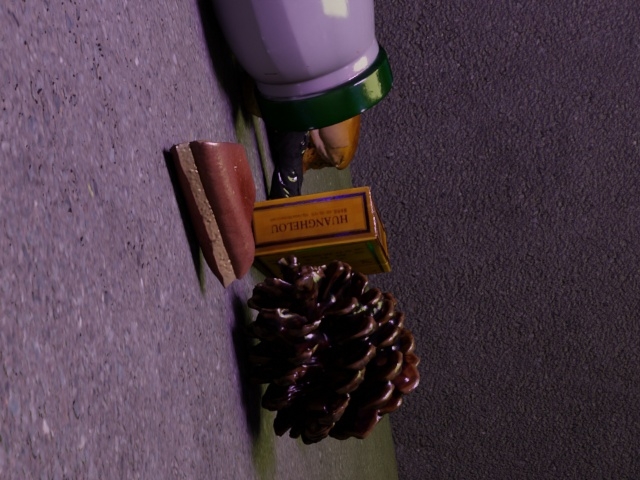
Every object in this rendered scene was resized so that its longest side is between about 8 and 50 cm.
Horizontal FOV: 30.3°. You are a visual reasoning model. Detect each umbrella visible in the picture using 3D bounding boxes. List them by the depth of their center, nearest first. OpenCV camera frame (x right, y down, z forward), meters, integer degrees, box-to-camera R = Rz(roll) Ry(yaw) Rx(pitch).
[{"bbox_3d":[-0.054,-0.114,1.967,0.066,0.059,0.236,-86,-178,-65],"label":"umbrella"}]

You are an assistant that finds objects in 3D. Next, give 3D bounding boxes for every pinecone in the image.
[{"bbox_3d":[0.007,0.143,1.587,0.257,0.243,0.243,63,4,6],"label":"pinecone"}]

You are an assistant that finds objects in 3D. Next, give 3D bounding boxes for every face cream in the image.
[{"bbox_3d":[-0.038,-0.358,1.696,0.312,0.219,0.357,-76,151,-58],"label":"face cream"}]

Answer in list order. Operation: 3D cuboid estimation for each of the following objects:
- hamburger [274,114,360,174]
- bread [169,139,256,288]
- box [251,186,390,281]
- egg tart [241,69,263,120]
[{"bbox_3d":[-0.015,-0.277,2.175,0.290,0.170,0.314,150,-70,-90],"label":"hamburger"},{"bbox_3d":[-0.119,-0.053,1.358,0.119,0.067,0.192,-74,156,-55],"label":"bread"},{"bbox_3d":[0.000,0.000,1.817,0.301,0.192,0.084,56,27,-77],"label":"box"},{"bbox_3d":[-0.100,-0.243,1.879,0.129,0.049,0.129,-9,90,-80],"label":"egg tart"}]
